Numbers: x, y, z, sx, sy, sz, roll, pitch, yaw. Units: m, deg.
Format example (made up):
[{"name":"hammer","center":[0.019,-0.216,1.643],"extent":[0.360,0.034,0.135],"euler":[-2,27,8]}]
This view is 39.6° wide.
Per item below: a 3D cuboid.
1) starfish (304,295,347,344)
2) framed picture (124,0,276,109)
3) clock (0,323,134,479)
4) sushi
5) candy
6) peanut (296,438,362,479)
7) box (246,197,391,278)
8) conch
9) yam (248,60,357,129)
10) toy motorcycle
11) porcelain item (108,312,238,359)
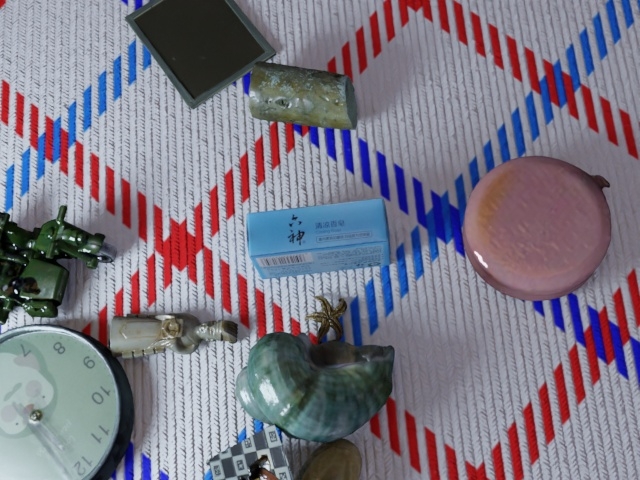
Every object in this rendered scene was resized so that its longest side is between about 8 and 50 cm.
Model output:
[{"name":"starfish","center":[0.012,0.130,1.516],"extent":[0.078,0.028,0.091],"euler":[-26,67,-1]},{"name":"framed picture","center":[-0.233,-0.393,1.718],"extent":[0.197,0.014,0.252],"euler":[-35,72,-7]},{"name":"clock","center":[-0.474,0.295,1.487],"extent":[0.319,0.066,0.318],"euler":[-1,72,4]},{"name":"sushi","center":[-0.096,0.378,1.397],"extent":[0.201,0.031,0.139],"euler":[-35,69,41]},{"name":"candy","center":[0.368,-0.024,1.499],"extent":[0.255,0.094,0.255],"euler":[-2,72,5]},{"name":"peanut","center":[-0.008,0.407,1.390],"extent":[0.090,0.098,0.214],"euler":[29,79,2]},{"name":"box","center":[0.000,0.000,1.499],"extent":[0.232,0.142,0.083],"euler":[-8,71,3]},{"name":"conch","center":[-0.023,0.225,1.419],"extent":[0.277,0.220,0.195],"euler":[-19,109,22]},{"name":"yam","center":[-0.026,-0.259,1.607],"extent":[0.194,0.107,0.107],"euler":[9,73,8]},{"name":"toy motorcycle","center":[-0.506,0.051,1.539],"extent":[0.275,0.127,0.205],"euler":[6,69,11]},{"name":"porcelain item","center":[-0.249,0.158,1.516],"extent":[0.213,0.054,0.084],"euler":[-3,65,4]}]
